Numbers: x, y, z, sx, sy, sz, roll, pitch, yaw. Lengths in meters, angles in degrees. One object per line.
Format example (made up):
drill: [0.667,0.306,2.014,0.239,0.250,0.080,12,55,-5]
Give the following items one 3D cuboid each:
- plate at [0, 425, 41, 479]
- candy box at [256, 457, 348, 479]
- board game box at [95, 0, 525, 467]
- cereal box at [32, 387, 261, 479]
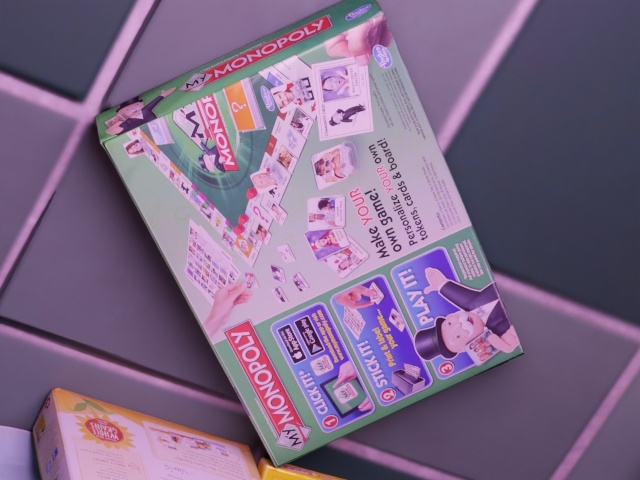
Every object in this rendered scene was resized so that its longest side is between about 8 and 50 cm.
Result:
plate: [-0.198,0.198,1.342,0.188,0.188,0.024,21,110,-23]
candy box: [-0.029,0.280,1.466,0.105,0.027,0.206,17,96,-13]
board game box: [0.000,0.000,1.361,0.213,0.046,0.317,-24,122,2]
cereal box: [-0.109,0.206,1.338,0.173,0.240,0.047,21,111,-23]
